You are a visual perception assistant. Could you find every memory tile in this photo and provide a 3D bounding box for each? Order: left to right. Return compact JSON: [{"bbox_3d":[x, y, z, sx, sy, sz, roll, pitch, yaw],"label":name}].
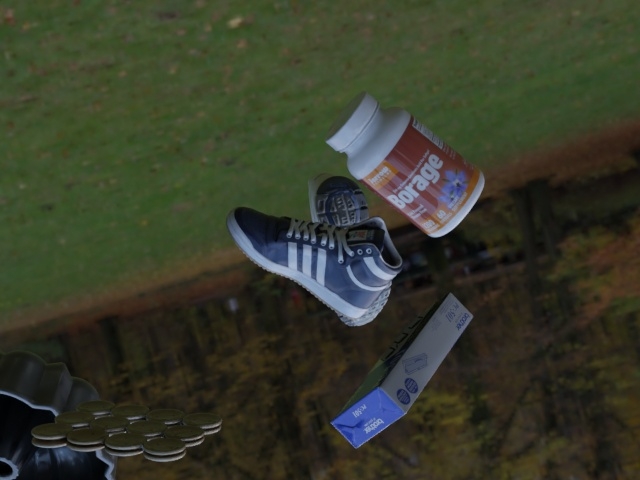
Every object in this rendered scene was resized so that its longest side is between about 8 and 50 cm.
[{"bbox_3d":[-0.173,0.171,0.994,0.148,0.012,0.113,4,-170,18],"label":"memory tile"}]

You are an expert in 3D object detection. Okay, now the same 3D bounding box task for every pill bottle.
[{"bbox_3d":[0.117,-0.111,1.573,0.121,0.216,0.121,-50,-167,15],"label":"pill bottle"}]

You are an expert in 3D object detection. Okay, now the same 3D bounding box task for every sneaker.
[{"bbox_3d":[0.000,0.000,1.743,0.153,0.282,0.099,-44,-159,33],"label":"sneaker"},{"bbox_3d":[0.046,0.010,1.940,0.111,0.297,0.129,-15,-156,-11],"label":"sneaker"}]

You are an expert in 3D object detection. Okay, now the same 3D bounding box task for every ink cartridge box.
[{"bbox_3d":[0.099,0.149,1.296,0.097,0.046,0.207,-43,-178,41],"label":"ink cartridge box"}]

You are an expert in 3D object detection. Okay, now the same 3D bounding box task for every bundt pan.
[{"bbox_3d":[-0.433,0.276,1.561,0.331,0.331,0.124,-17,-146,21],"label":"bundt pan"}]
